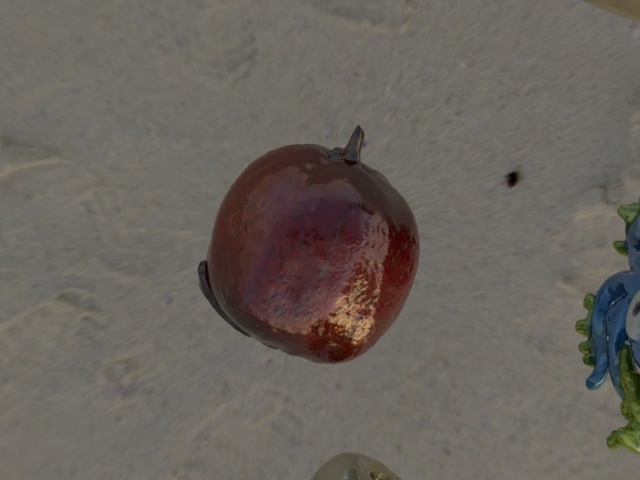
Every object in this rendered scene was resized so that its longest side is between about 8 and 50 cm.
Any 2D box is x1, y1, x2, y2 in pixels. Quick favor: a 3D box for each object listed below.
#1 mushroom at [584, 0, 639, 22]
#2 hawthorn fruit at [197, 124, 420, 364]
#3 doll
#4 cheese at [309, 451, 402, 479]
[{"bbox_3d":[0.141,-0.182,0.416,0.206,0.209,0.206,5,116,9],"label":"mushroom"},{"bbox_3d":[0.000,0.000,1.235,0.215,0.215,0.250,19,100,-1],"label":"hawthorn fruit"},{"bbox_3d":[0.377,0.018,1.255,0.098,0.341,0.346,28,128,-23],"label":"doll"},{"bbox_3d":[0.063,0.334,1.297,0.117,0.235,0.218,-40,73,10],"label":"cheese"}]
